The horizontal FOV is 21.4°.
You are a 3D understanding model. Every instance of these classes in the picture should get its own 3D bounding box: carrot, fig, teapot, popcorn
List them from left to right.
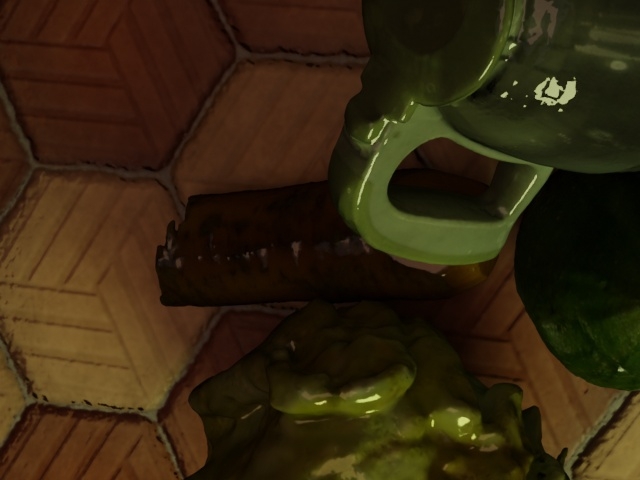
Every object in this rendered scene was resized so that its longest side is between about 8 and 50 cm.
[{"bbox_3d":[0.000,0.000,1.443,0.301,0.114,0.114,-3,99,20],"label":"carrot"},{"bbox_3d":[0.033,0.188,1.382,0.312,0.312,0.312,3,101,17],"label":"popcorn"},{"bbox_3d":[0.125,-0.148,1.221,0.321,0.239,0.239,-37,64,45],"label":"teapot"},{"bbox_3d":[0.241,0.034,1.305,0.203,0.235,0.203,3,103,13],"label":"fig"}]
